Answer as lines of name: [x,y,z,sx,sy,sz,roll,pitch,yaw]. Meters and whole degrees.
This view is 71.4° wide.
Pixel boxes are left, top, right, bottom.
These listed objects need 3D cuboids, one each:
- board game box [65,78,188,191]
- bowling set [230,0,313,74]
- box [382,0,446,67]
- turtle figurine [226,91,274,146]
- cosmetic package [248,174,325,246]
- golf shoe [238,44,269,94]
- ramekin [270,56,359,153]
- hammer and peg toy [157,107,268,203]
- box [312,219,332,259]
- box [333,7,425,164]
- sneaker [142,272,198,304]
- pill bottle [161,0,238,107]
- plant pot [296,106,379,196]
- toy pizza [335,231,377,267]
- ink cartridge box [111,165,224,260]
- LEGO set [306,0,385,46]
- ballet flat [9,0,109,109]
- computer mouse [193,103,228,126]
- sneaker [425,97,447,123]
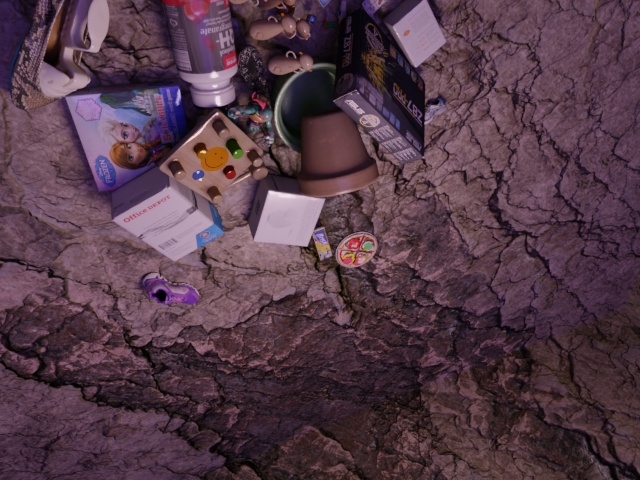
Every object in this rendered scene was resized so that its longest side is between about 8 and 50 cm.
board game box: [-0.576,-0.326,1.401,0.317,0.066,0.319,-11,130,-13]
bowling set: [-0.101,-0.633,1.243,0.287,0.154,0.200,52,55,-45]
box: [0.306,-0.684,1.455,0.130,0.091,0.170,-38,130,10]
turtle figurine: [-0.203,-0.380,1.395,0.175,0.234,0.118,38,85,-30]
cosmetic package: [-0.133,-0.112,1.693,0.224,0.138,0.224,7,123,-24]
golf shoe: [-0.215,-0.524,1.330,0.077,0.094,0.198,-27,166,-6]
ramekin: [-0.021,-0.449,1.470,0.303,0.148,0.304,-11,129,-14]
hammer and peg toy: [-0.319,-0.238,1.453,0.266,0.127,0.361,-41,149,7]
box: [0.000,0.000,1.887,0.059,0.054,0.169,-21,130,-5]
box: [0.200,-0.473,1.412,0.097,0.319,0.394,-11,152,39]
sneaker: [-0.598,0.218,1.788,0.236,0.105,0.095,27,111,-36]
pill bottle: [-0.328,-0.552,1.253,0.176,0.176,0.319,-13,129,-12]
plant pot: [0.037,-0.285,1.386,0.262,0.263,0.230,-16,111,-9]
toy pizza: [0.166,0.048,2.003,0.201,0.032,0.201,-11,129,-14]
ink cartridge box: [-0.514,-0.089,1.517,0.223,0.129,0.307,-28,145,8]
LEGO set: [0.065,-0.727,1.370,0.244,0.060,0.182,-47,129,2]
ballet flat: [-0.654,-0.515,1.143,0.182,0.164,0.483,33,111,3]
computer mouse: [-0.372,-0.371,1.462,0.105,0.042,0.193,4,124,-25]
sneaker: [0.410,-0.489,1.682,0.135,0.052,0.058,-37,121,-1]
